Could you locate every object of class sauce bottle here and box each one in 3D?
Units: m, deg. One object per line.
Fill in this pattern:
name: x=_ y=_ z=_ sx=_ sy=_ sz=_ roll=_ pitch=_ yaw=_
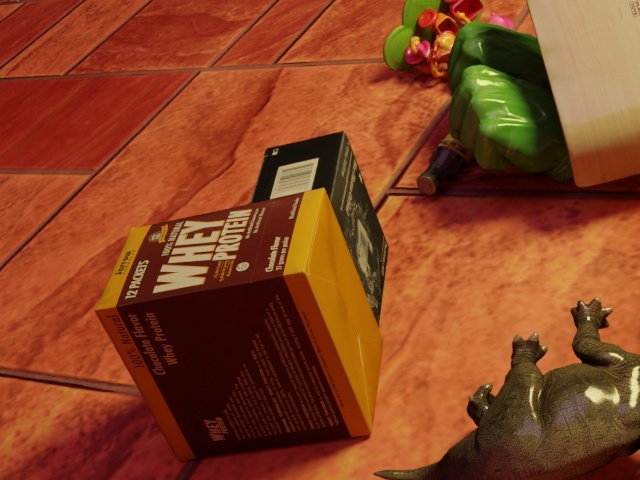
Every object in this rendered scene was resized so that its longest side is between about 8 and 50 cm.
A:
sauce bottle: x=0.155 y=-0.100 z=1.332 sx=0.042 sy=0.042 sz=0.128 roll=7 pitch=42 yaw=37

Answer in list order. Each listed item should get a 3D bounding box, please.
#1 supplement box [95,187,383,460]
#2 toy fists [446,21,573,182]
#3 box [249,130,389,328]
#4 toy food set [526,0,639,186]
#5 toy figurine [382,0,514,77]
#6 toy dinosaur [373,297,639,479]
supplement box: x=-0.066 y=0.080 z=1.048 sx=0.194 sy=0.191 sz=0.129 roll=-11 pitch=33 yaw=16
toy fists: x=0.212 y=-0.164 z=1.306 sx=0.142 sy=0.096 sz=0.279 roll=22 pitch=35 yaw=-10
box: x=0.000 y=0.000 z=1.160 sx=0.093 sy=0.158 sz=0.156 roll=-11 pitch=34 yaw=16
toy food set: x=0.338 y=-0.220 z=1.202 sx=0.220 sy=0.092 sz=0.306 roll=-15 pitch=66 yaw=10
toy figurine: x=0.185 y=-0.261 z=1.510 sx=0.173 sy=0.130 sz=0.159 roll=-44 pitch=43 yaw=5
toy dinosaur: x=0.184 y=0.137 z=0.890 sx=0.314 sy=0.121 sz=0.160 roll=-10 pitch=20 yaw=10
